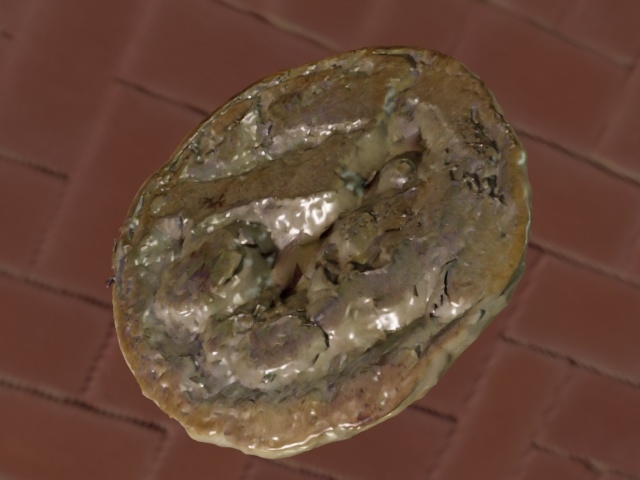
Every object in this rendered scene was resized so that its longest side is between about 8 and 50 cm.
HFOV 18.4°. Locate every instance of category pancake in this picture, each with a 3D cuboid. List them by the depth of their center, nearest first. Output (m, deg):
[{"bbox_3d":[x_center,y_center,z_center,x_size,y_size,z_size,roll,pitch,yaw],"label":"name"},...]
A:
[{"bbox_3d":[0.000,0.000,0.635,0.158,0.158,0.028,-42,135,-3],"label":"pancake"}]
